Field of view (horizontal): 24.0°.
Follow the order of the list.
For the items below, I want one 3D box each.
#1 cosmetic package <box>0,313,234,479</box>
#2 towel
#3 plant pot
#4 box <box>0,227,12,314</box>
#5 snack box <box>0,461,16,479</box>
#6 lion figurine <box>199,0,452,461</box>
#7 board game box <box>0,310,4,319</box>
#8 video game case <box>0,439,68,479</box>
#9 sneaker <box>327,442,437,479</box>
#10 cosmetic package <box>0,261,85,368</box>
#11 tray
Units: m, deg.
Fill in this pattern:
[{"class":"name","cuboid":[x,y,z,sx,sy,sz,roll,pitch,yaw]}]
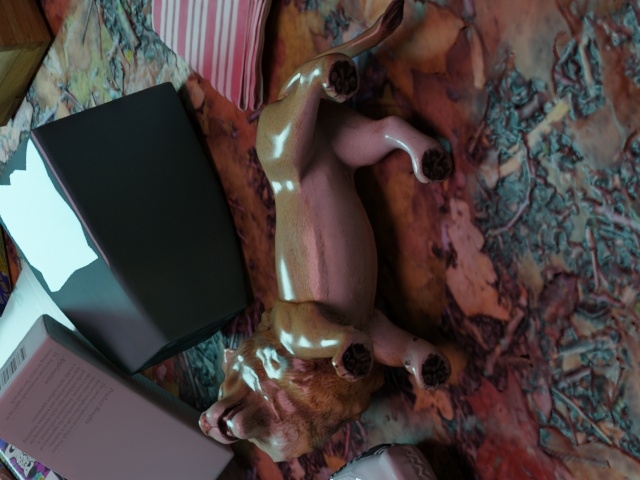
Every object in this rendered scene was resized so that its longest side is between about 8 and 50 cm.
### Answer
[{"class":"cosmetic package","cuboid":[-0.214,0.186,1.504,0.117,0.231,0.085,-52,20,3]},{"class":"towel","cuboid":[-0.102,-0.223,1.394,0.197,0.029,0.144,44,135,43]},{"class":"plant pot","cuboid":[-0.185,-0.001,1.483,0.234,0.165,0.166,60,145,8]},{"class":"box","cuboid":[-0.448,0.024,1.971,0.054,0.059,0.169,7,107,56]},{"class":"snack box","cuboid":[-0.482,0.334,2.171,0.178,0.022,0.064,35,128,46]},{"class":"lion figurine","cuboid":[0.000,0.000,1.251,0.240,0.142,0.392,12,97,62]},{"class":"board game box","cuboid":[-0.351,0.176,1.904,0.201,0.035,0.136,19,117,52]},{"class":"video game case","cuboid":[-0.241,0.254,1.613,0.042,0.232,0.210,-54,48,4]},{"class":"sneaker","cuboid":[-0.035,0.300,1.309,0.137,0.210,0.366,64,147,18]},{"class":"cosmetic package","cuboid":[-0.300,0.125,1.713,0.127,0.107,0.238,50,124,32]},{"class":"tray","cuboid":[-0.454,-0.359,1.828,0.203,0.076,0.411,-46,65,52]}]
